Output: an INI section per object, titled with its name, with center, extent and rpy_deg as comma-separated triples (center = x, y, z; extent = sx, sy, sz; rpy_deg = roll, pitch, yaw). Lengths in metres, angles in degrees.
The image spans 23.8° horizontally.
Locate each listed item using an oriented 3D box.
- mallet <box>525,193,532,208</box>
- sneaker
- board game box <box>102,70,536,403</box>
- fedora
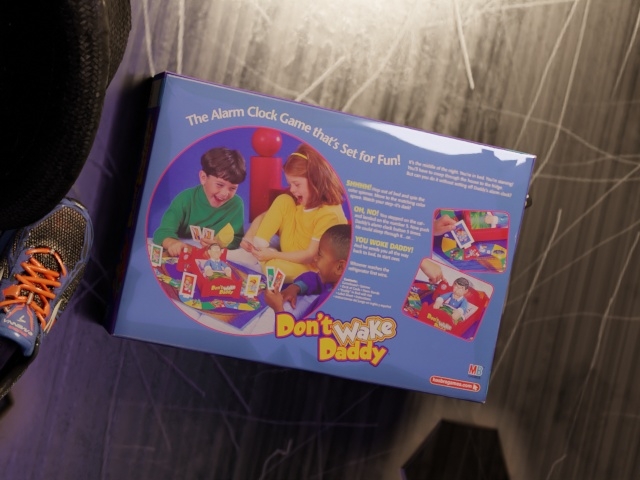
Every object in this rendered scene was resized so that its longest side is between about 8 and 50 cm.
[mallet]
center = 0.136, 0.015, 1.477
extent = 0.190, 0.039, 0.062
rpy_deg = -27, 103, -22
[sneaker]
center = -0.255, 0.064, 1.287
extent = 0.083, 0.087, 0.221
rpy_deg = 30, 83, -23
[board game box]
center = 0.000, 0.000, 1.365
extent = 0.347, 0.078, 0.233
rpy_deg = 12, 91, -14
[fedora]
center = -0.250, -0.180, 1.197
extent = 0.152, 0.334, 0.334
rpy_deg = -33, 110, -51
